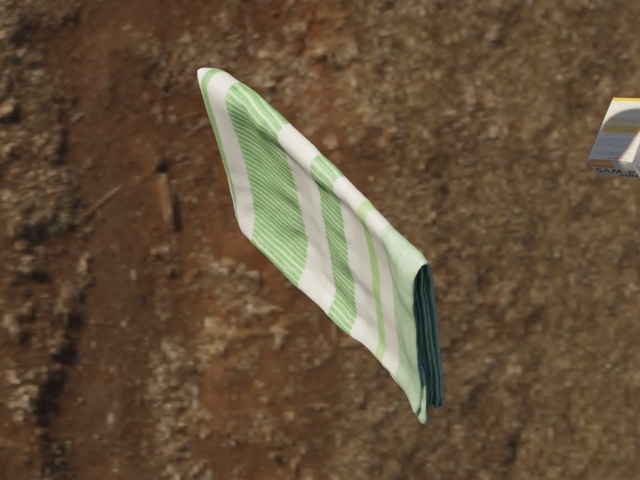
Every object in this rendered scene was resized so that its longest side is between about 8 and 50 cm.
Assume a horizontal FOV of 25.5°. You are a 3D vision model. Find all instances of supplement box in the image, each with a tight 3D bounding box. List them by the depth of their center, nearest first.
[{"bbox_3d":[0.381,-0.128,1.756,0.036,0.062,0.098,48,60,-42],"label":"supplement box"}]

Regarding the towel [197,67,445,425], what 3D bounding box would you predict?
[{"bbox_3d":[0.000,0.000,1.308,0.038,0.325,0.248,-32,144,-16],"label":"towel"}]
